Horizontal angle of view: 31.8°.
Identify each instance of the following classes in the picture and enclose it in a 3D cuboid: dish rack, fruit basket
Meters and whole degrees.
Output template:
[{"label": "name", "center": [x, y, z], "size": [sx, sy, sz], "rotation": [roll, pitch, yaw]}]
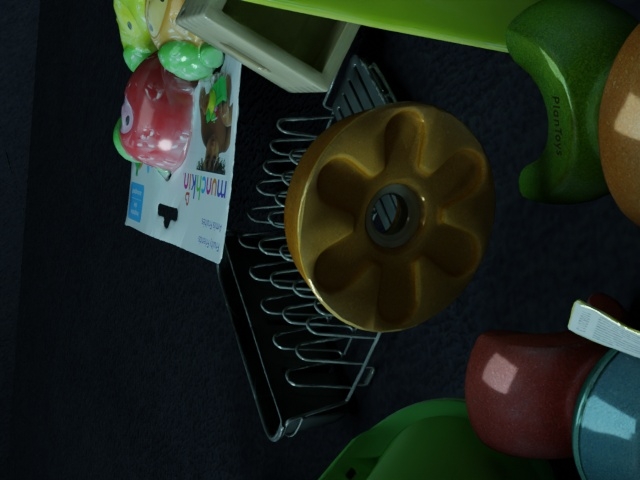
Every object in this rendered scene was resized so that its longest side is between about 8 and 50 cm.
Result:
[{"label": "dish rack", "center": [0.000, 0.000, 0.875], "size": [0.271, 0.074, 0.208], "rotation": [112, 146, -42]}, {"label": "fruit basket", "center": [-0.138, -0.174, 1.036], "size": [0.327, 0.165, 0.353], "rotation": [18, 98, 65]}]

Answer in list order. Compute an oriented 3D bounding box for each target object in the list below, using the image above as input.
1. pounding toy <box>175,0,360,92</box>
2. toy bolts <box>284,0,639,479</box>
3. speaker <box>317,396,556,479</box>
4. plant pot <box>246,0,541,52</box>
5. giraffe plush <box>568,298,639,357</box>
[{"label": "pounding toy", "center": [-0.043, -0.202, 0.848], "size": [0.130, 0.141, 0.100], "rotation": [-64, 24, -5]}, {"label": "toy bolts", "center": [0.120, 0.026, 0.477], "size": [0.158, 0.218, 0.228], "rotation": [24, 131, 58]}, {"label": "speaker", "center": [0.043, 0.166, 0.536], "size": [0.296, 0.131, 0.131], "rotation": [-25, -60, -72]}, {"label": "plant pot", "center": [0.014, -0.247, 0.658], "size": [0.227, 0.228, 0.207], "rotation": [44, 123, 58]}, {"label": "giraffe plush", "center": [0.203, -0.005, 0.337], "size": [0.170, 0.210, 0.181], "rotation": [-62, 0, -19]}]
